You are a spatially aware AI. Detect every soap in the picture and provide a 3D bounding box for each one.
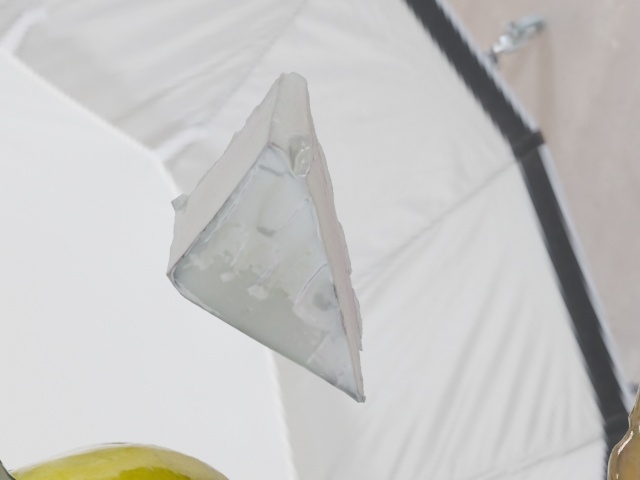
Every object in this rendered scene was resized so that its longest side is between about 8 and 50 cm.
[{"bbox_3d":[0.000,0.000,1.609,0.258,0.302,0.159,-51,17,27],"label":"soap"}]

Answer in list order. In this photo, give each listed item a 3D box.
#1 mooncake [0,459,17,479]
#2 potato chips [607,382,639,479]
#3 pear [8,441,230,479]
[{"bbox_3d":[-0.312,0.227,0.755,0.351,0.351,0.187,57,142,31],"label":"mooncake"},{"bbox_3d":[0.267,0.128,0.787,0.208,0.062,0.195,-32,61,29],"label":"potato chips"},{"bbox_3d":[-0.173,0.364,1.571,0.386,0.191,0.340,35,-141,-44],"label":"pear"}]
